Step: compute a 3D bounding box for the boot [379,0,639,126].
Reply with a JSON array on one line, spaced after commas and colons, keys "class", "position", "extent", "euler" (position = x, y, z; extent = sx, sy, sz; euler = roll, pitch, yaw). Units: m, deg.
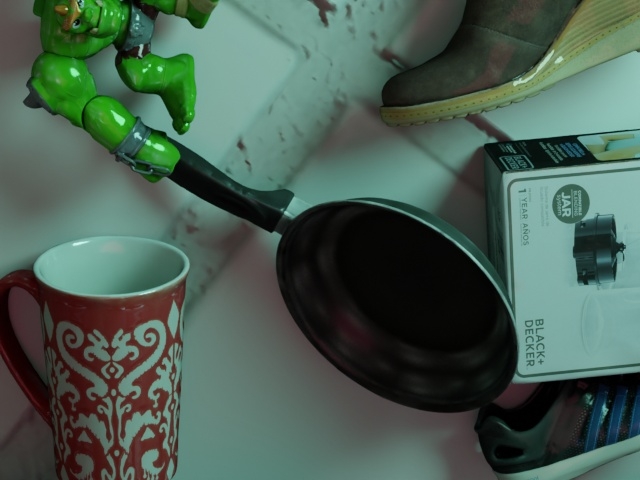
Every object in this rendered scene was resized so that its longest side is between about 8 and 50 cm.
[{"class": "boot", "position": [0.130, -0.206, 1.166], "extent": [0.248, 0.090, 0.207], "euler": [-21, 96, 4]}]

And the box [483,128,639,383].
[{"class": "box", "position": [0.272, 0.004, 1.226], "extent": [0.290, 0.087, 0.169], "euler": [-6, 108, -2]}]

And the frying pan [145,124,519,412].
[{"class": "frying pan", "position": [0.002, 0.022, 1.221], "extent": [0.326, 0.053, 0.197], "euler": [21, 137, 21]}]

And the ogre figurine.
[{"class": "ogre figurine", "position": [-0.137, -0.147, 1.143], "extent": [0.118, 0.097, 0.197], "euler": [10, 114, -18]}]

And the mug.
[{"class": "mug", "position": [-0.163, 0.089, 1.226], "extent": [0.113, 0.150, 0.169], "euler": [-17, 118, -37]}]

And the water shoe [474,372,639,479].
[{"class": "water shoe", "position": [0.217, 0.122, 1.267], "extent": [0.203, 0.073, 0.080], "euler": [-29, 105, 4]}]
